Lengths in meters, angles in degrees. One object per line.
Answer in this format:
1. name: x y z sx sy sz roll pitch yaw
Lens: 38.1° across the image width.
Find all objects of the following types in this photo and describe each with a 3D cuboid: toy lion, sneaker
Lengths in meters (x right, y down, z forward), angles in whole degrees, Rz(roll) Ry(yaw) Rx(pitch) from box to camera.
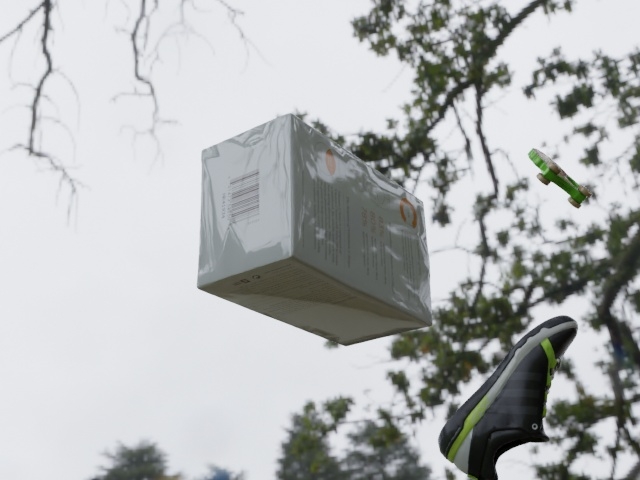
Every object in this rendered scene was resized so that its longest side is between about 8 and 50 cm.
1. toy lion: 0.360 -0.101 1.415 0.100 0.096 0.034 35 -69 -11
2. sneaker: 0.242 0.197 1.102 0.235 0.097 0.084 -47 -27 -5

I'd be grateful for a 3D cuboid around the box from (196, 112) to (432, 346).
1. box: 0.000 0.000 1.345 0.168 0.215 0.345 -18 -30 33
